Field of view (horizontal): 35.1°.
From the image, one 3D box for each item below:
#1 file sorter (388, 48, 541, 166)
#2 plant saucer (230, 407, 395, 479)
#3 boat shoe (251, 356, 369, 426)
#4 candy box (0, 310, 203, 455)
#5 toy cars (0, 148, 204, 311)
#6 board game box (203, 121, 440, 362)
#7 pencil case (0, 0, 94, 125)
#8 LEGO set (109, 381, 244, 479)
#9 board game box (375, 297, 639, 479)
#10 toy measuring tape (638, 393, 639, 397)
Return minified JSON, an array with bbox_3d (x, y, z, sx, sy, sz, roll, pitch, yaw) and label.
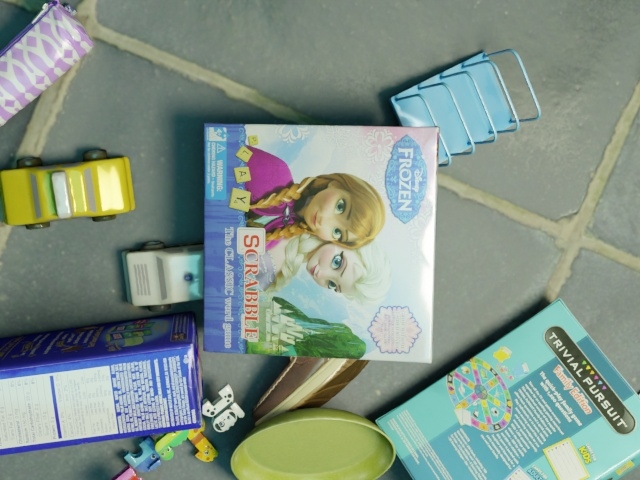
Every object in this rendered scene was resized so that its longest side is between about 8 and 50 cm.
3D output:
[{"bbox_3d":[0.210,-0.187,1.441,0.170,0.104,0.118,-28,102,-17],"label":"file sorter"},{"bbox_3d":[-0.012,0.307,1.480,0.240,0.037,0.241,-3,141,-3],"label":"plant saucer"},{"bbox_3d":[0.011,0.141,1.491,0.342,0.123,0.123,-46,71,12],"label":"boat shoe"},{"bbox_3d":[-0.321,0.189,1.363,0.317,0.268,0.122,-6,95,-6],"label":"candy box"},{"bbox_3d":[-0.274,-0.009,1.431,0.393,0.087,0.176,34,93,-11],"label":"toy cars"},{"bbox_3d":[0.000,0.000,1.377,0.317,0.066,0.319,1,97,8],"label":"board game box"},{"bbox_3d":[-0.405,-0.240,1.379,0.206,0.086,0.088,-43,135,-1],"label":"pencil case"},{"bbox_3d":[-0.201,0.310,1.493,0.227,0.087,0.093,-40,104,-7],"label":"LEGO set"},{"bbox_3d":[0.291,0.283,1.481,0.336,0.079,0.254,-33,60,-2],"label":"board game box"},{"bbox_3d":[0.426,0.286,1.552,0.330,0.121,0.121,-43,101,-4],"label":"toy measuring tape"}]
